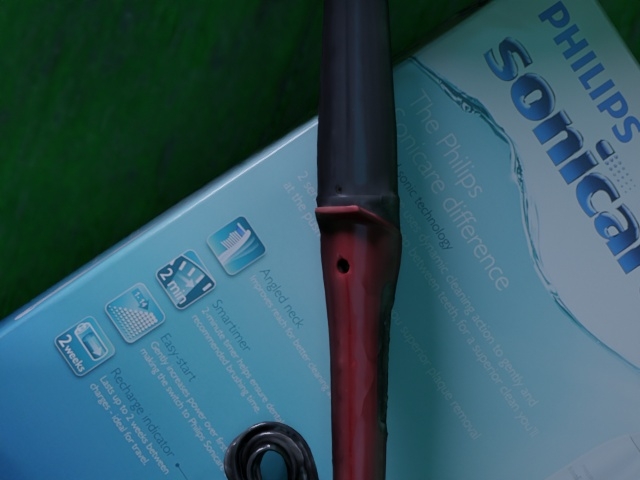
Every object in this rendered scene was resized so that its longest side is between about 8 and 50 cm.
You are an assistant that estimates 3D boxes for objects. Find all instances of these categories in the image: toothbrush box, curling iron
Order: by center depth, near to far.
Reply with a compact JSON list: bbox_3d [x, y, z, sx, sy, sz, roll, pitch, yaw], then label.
[{"bbox_3d":[0.000,0.000,0.658,0.068,0.035,0.274,7,92,-5],"label":"curling iron"},{"bbox_3d":[0.024,0.059,0.743,0.295,0.126,0.216,-35,96,-1],"label":"toothbrush box"}]
